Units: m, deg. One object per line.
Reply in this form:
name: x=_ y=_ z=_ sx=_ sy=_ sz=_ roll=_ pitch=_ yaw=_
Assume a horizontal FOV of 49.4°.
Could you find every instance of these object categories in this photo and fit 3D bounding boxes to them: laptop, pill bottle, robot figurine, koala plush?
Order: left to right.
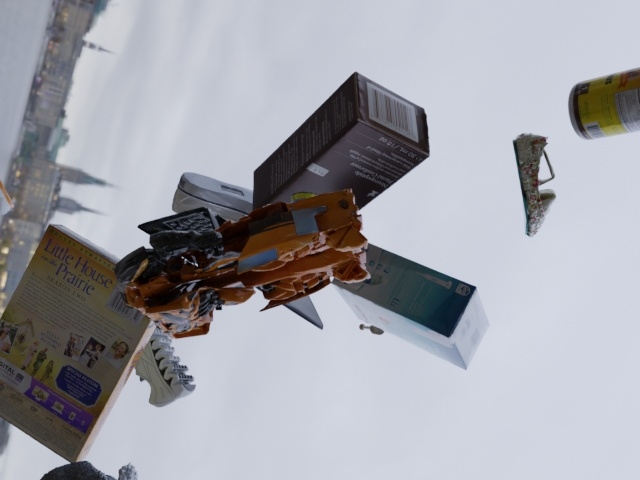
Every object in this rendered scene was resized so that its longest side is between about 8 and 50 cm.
koala plush: x=-0.418 y=0.496 z=1.290 sx=0.196 sy=0.203 sz=0.221 roll=-39 pitch=174 yaw=-7
laptop: x=-0.152 y=0.058 z=1.163 sx=0.264 sy=0.234 sz=0.137 roll=-11 pitch=-125 yaw=35
robot figurine: x=-0.089 y=0.035 z=0.812 sx=0.211 sy=0.291 sz=0.085 roll=75 pitch=-4 yaw=-66
pill bottle: x=0.584 y=-0.261 z=1.294 sx=0.215 sy=0.117 sz=0.117 roll=-6 pitch=-110 yaw=44

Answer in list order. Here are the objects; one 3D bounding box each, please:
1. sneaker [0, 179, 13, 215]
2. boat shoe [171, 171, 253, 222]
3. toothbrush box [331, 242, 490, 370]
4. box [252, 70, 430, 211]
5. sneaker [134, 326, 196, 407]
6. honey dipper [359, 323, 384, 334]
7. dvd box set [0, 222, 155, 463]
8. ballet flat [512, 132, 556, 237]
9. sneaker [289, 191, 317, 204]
sneaker: x=-0.423 y=-0.092 z=0.642 sx=0.121 sy=0.262 sz=0.099 roll=-49 pitch=-170 yaw=-21
boat shoe: x=-0.232 y=-0.054 z=1.896 sx=0.156 sy=0.367 sz=0.136 roll=-61 pitch=-150 yaw=21
toothbrush box: x=0.199 y=0.139 z=1.520 sx=0.295 sy=0.216 sz=0.126 roll=24 pitch=-106 yaw=30
box: x=0.031 y=-0.162 z=1.474 sx=0.381 sy=0.191 sz=0.143 roll=-37 pitch=-137 yaw=44
sneaker: x=-0.425 y=0.282 z=1.747 sx=0.118 sy=0.110 sz=0.292 roll=-35 pitch=-117 yaw=9
honey dipper: x=0.126 y=0.221 z=1.768 sx=0.160 sy=0.030 sz=0.031 roll=164 pitch=-62 yaw=-76
dvd box set: x=-0.544 y=0.218 z=1.496 sx=0.420 sy=0.307 sz=0.062 roll=-62 pitch=172 yaw=3
ballet flat: x=0.456 y=-0.114 z=1.464 sx=0.091 sy=0.077 sz=0.241 roll=-71 pitch=150 yaw=-57
sneaker: x=0.000 y=0.000 z=1.176 sx=0.069 sy=0.209 sz=0.082 roll=-7 pitch=-117 yaw=21
